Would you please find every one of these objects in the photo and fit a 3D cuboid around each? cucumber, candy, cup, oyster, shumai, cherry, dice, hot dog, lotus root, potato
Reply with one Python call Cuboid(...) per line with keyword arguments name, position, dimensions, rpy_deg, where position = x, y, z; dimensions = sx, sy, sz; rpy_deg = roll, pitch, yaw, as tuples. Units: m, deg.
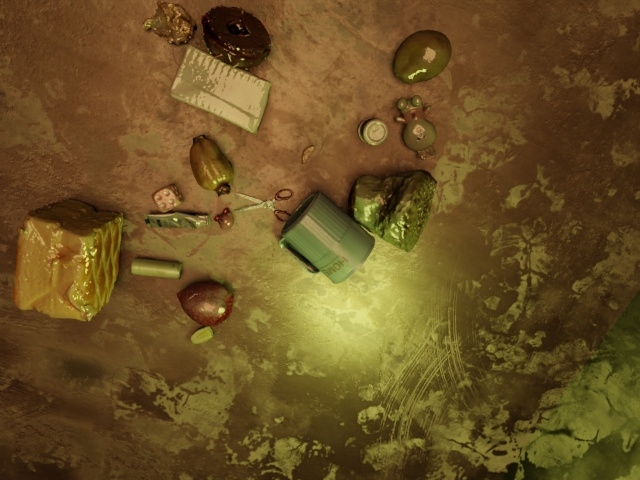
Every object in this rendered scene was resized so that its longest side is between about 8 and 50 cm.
Cuboid(name="cucumber", position=(-0.542, 0.434, 2.087), dimensions=(0.107, 0.035, 0.067), rpy_deg=(-24, 96, 10))
Cuboid(name="candy", position=(-0.375, -0.579, 1.764), dimensions=(0.358, 0.145, 0.208), rpy_deg=(22, 101, -11))
Cuboid(name="cup", position=(0.013, -0.016, 1.906), dimensions=(0.311, 0.331, 0.257), rpy_deg=(42, 73, -14))
Cuboid(name="oyster", position=(-0.574, -0.814, 1.719), dimensions=(0.190, 0.081, 0.163), rpy_deg=(-18, 110, 4))
Cuboid(name="shumai", position=(0.280, -0.147, 1.881), dimensions=(0.323, 0.397, 0.324), rpy_deg=(17, 84, 21))
Cuboid(name="cherry", position=(-0.501, 0.270, 1.976), dimensions=(0.249, 0.175, 0.192), rpy_deg=(21, 114, -8))
Cuboid(name="dice", position=(-0.630, -0.174, 1.881), dimensions=(0.093, 0.094, 0.091), rpy_deg=(-26, 102, 4))
Cuboid(name="hot dog", position=(-0.058, -0.363, 1.907), dimensions=(0.034, 0.030, 0.090), rpy_deg=(33, 100, -11))
Cuboid(name="lotus root", position=(-0.438, -0.297, 1.841), dimensions=(0.154, 0.140, 0.257), rpy_deg=(-25, 100, -28))
Cuboid(name="potato", position=(0.394, -0.716, 1.785), dimensions=(0.235, 0.160, 0.178), rpy_deg=(-36, 67, 19))

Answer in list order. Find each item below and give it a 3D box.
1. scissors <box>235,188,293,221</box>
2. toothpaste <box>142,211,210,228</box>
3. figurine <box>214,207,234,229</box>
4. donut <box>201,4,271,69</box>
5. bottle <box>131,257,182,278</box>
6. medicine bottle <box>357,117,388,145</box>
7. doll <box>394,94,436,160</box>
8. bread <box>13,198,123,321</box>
Cuboid(name="scissors", position=(-0.243, -0.156, 1.958), dimensions=(0.247, 0.017, 0.145), rpy_deg=(4, 104, -4))
Cuboid(name="toothpaste", position=(-0.602, -0.083, 1.922), dimensions=(0.265, 0.061, 0.096), rpy_deg=(0, 146, -5))
Cuboid(name="figurine", position=(-0.400, -0.087, 1.937), dimensions=(0.083, 0.071, 0.067), rpy_deg=(-49, 145, 17))
Cuboid(name="donut", position=(-0.311, -0.745, 1.683), dimensions=(0.269, 0.270, 0.103), rpy_deg=(28, 141, -11))
Cuboid(name="bottle", position=(-0.703, 0.121, 1.967), dimensions=(0.201, 0.072, 0.072), rpy_deg=(7, 105, -7))
Cuboid(name="medicine bottle", position=(0.210, -0.439, 1.836), dimensions=(0.104, 0.168, 0.105), rpy_deg=(-1, 105, -4))
Cuboid(name="doll", position=(0.400, -0.473, 1.879), dimensions=(0.154, 0.113, 0.275), rpy_deg=(-22, 113, 11))
Cuboid(name="bread", position=(-0.963, 0.066, 1.777), dimensions=(0.279, 0.371, 0.390), rpy_deg=(9, 104, -8))
